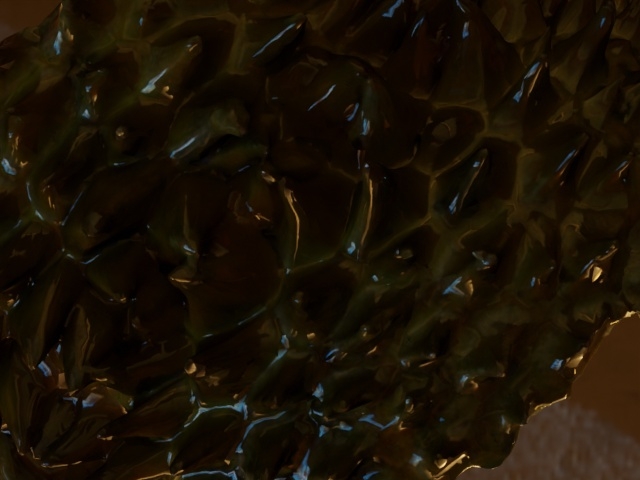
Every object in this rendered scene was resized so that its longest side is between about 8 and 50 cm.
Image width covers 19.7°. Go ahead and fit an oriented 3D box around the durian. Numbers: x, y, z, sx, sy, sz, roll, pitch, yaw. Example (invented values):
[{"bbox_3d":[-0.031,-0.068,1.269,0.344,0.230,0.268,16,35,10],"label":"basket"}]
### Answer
[{"bbox_3d":[0.000,0.000,0.442,0.144,0.139,0.252,42,-93,11],"label":"durian"}]
